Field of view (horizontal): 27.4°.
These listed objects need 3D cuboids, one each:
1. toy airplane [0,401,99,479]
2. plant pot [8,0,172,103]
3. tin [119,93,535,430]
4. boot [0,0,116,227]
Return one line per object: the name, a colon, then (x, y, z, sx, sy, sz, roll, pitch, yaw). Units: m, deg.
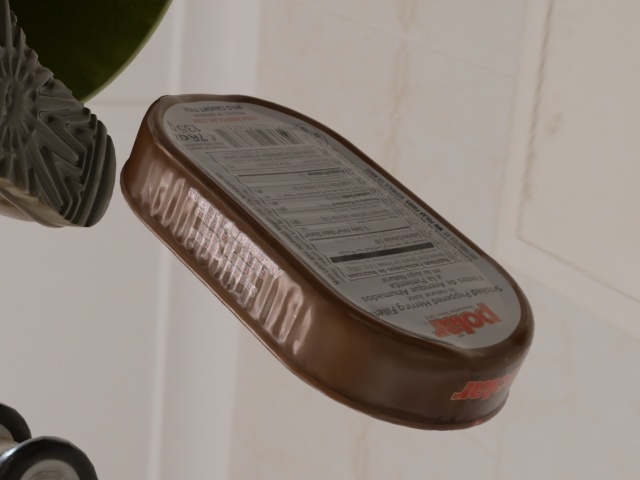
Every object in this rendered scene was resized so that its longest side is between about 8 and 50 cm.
toy airplane: (-0.306, 0.237, 0.660, 0.385, 0.386, 0.272, 1, -86, 15)
plant pot: (-0.279, -0.257, 0.896, 0.275, 0.294, 0.274, -40, -32, -31)
tin: (0.000, 0.000, 0.505, 0.106, 0.190, 0.040, -12, -47, -43)
boot: (-0.273, -0.066, 0.679, 0.236, 0.270, 0.089, 59, -142, -55)
